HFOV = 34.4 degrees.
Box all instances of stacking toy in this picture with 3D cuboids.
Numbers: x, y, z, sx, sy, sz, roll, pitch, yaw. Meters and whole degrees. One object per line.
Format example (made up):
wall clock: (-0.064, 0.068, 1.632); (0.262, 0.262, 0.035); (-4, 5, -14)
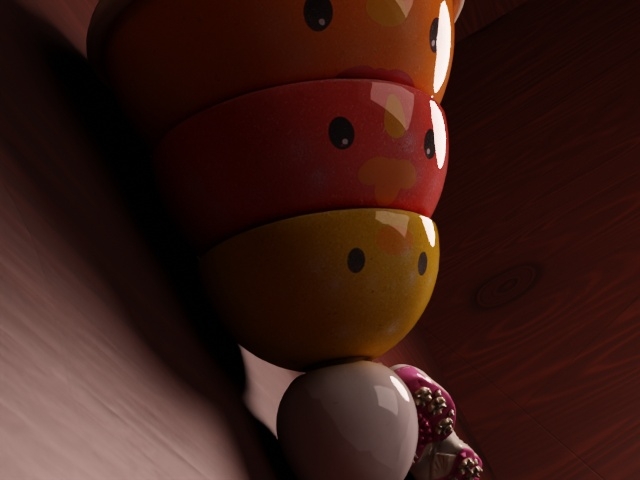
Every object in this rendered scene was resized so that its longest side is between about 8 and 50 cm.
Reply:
stacking toy: (0.001, -0.010, 0.905); (0.350, 0.350, 0.480); (42, 34, -72)

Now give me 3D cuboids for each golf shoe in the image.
golf shoe: (0.121, 0.246, 1.403); (0.140, 0.115, 0.306); (51, -9, 43)

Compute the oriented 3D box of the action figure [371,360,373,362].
action figure: (0.025, 0.071, 1.210); (0.275, 0.141, 0.164); (49, 11, -48)
